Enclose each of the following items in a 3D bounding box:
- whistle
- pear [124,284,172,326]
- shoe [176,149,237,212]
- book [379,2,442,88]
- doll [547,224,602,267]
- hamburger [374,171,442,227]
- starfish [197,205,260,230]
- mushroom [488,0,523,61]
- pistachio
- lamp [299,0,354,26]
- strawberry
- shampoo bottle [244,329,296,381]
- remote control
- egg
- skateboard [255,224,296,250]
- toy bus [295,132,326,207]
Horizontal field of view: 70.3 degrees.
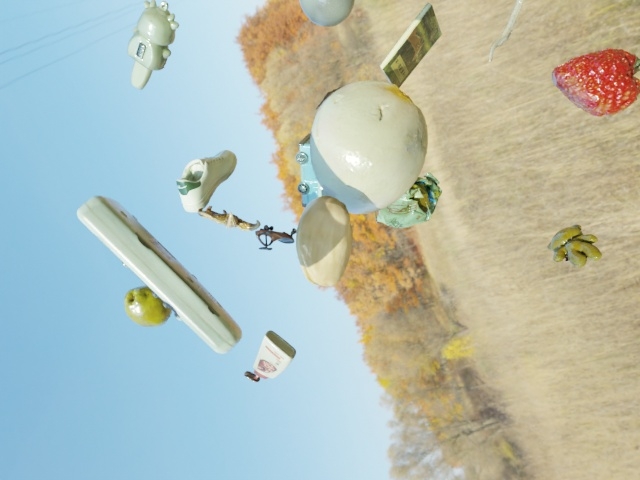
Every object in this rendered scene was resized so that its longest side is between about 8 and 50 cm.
[{"bbox_3d":[-0.432,-0.496,1.161,0.110,0.244,0.092,33,-144,-6],"label":"whistle"},{"bbox_3d":[-0.442,0.169,1.175,0.131,0.107,0.107,44,-152,-46],"label":"pear"},{"bbox_3d":[-0.456,-0.284,1.806,0.160,0.132,0.363,78,-153,-44],"label":"shoe"},{"bbox_3d":[0.283,-0.592,1.414,0.024,0.228,0.160,43,-170,24],"label":"book"},{"bbox_3d":[0.808,0.031,1.440,0.097,0.137,0.209,45,-158,-15],"label":"doll"},{"bbox_3d":[0.325,-0.134,1.689,0.150,0.276,0.260,-97,9,-47],"label":"hamburger"},{"bbox_3d":[-0.327,-0.075,1.632,0.216,0.238,0.071,-28,-51,-82],"label":"starfish"},{"bbox_3d":[0.490,-0.581,1.173,0.068,0.043,0.306,23,-94,-34],"label":"mushroom"},{"bbox_3d":[0.000,0.000,1.008,0.145,0.117,0.200,9,-88,-35],"label":"pistachio"},{"bbox_3d":[0.012,-0.446,0.825,0.105,0.105,0.105,-18,-90,-79],"label":"lamp"},{"bbox_3d":[0.523,-0.295,0.864,0.131,0.148,0.131,-13,-90,-79],"label":"strawberry"},{"bbox_3d":[-0.222,0.505,1.881,0.153,0.284,0.071,37,-148,2],"label":"shampoo bottle"},{"bbox_3d":[-0.235,0.056,0.697,0.296,0.056,0.140,47,173,-7],"label":"remote control"},{"bbox_3d":[0.146,-0.223,1.103,0.201,0.337,0.337,8,124,56],"label":"egg"},{"bbox_3d":[-0.154,-0.005,1.532,0.151,0.067,0.080,7,-105,-39],"label":"skateboard"},{"bbox_3d":[0.003,-0.264,1.778,0.133,0.165,0.271,-60,-26,-54],"label":"toy bus"}]
